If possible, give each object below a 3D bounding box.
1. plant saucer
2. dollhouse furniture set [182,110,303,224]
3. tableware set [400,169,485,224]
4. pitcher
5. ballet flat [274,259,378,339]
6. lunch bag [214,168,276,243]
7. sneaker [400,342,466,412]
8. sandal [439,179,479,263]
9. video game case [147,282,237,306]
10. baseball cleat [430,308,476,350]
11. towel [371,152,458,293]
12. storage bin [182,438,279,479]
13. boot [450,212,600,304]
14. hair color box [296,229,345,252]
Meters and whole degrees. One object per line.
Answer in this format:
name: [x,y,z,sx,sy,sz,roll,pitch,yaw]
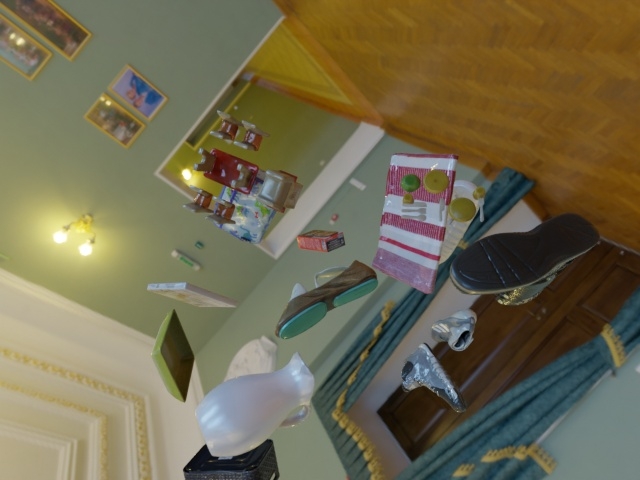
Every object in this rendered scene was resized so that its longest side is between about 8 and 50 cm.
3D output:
plant saucer: [-0.410,0.319,1.187,0.188,0.045,0.189,-106,3,-64]
dollhouse furniture set: [-0.191,-0.162,1.121,0.259,0.262,0.135,25,-172,16]
tableware set: [0.225,-0.080,0.796,0.154,0.104,0.024,2,164,14]
pitcher: [-0.112,0.320,0.799,0.125,0.207,0.178,43,148,48]
ballet flat: [0.001,0.153,1.229,0.124,0.342,0.116,51,161,34]
lunch bag: [-0.217,-0.108,1.279,0.176,0.219,0.090,29,-149,-6]
sneaker: [0.300,0.405,1.200,0.086,0.132,0.229,49,-172,-34]
sandal: [0.409,-0.044,1.448,0.169,0.102,0.416,42,139,7]
video game case: [-0.430,0.186,1.457,0.206,0.026,0.227,-6,156,36]
baseball cleat: [0.364,0.267,1.216,0.072,0.110,0.206,22,145,-1]
towel: [0.230,-0.056,1.091,0.037,0.329,0.237,4,-170,-28]
storage bin: [-0.194,0.511,0.952,0.122,0.180,0.085,-25,-74,-74]
boot: [0.292,0.058,0.671,0.179,0.236,0.085,93,154,-57]
hair color box: [0.000,0.000,1.264,0.141,0.071,0.043,6,112,52]
